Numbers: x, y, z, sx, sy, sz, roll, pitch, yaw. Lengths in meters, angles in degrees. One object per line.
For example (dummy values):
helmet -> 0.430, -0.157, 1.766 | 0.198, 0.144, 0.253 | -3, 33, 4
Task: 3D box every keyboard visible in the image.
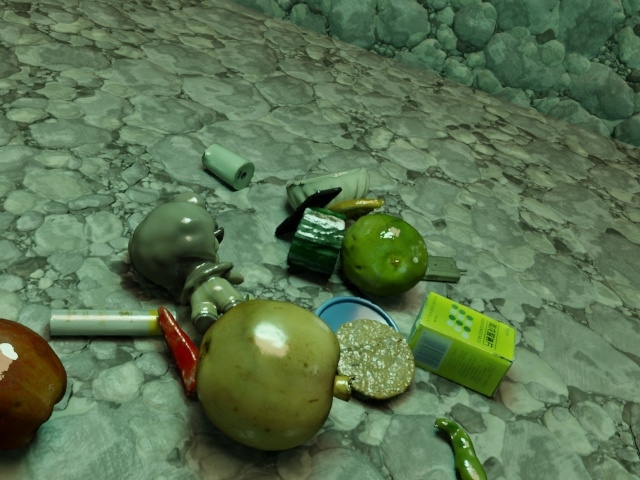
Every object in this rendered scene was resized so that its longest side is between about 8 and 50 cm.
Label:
keyboard -> -0.039, -0.081, 1.776 | 0.106, 0.262, 0.016 | -15, 74, -36

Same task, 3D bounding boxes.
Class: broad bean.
broad bean -> 0.312, 0.473, 1.364 | 0.070, 0.048, 0.213 | 1, 40, -28

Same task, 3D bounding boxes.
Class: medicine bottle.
medicine bottle -> 0.348, 0.259, 1.588 | 0.250, 0.141, 0.137 | 23, 33, 6

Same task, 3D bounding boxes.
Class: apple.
apple -> -0.576, 0.260, 1.117 | 0.234, 0.234, 0.234 | 12, 36, -9

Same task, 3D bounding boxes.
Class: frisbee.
frisbee -> 0.086, 0.244, 1.564 | 0.242, 0.045, 0.242 | 10, 47, -11

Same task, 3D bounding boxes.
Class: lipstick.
lipstick -> -0.456, 0.181, 1.403 | 0.264, 0.059, 0.059 | 3, 39, -21

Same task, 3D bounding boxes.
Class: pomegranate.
pomegranate -> -0.087, 0.261, 1.270 | 0.319, 0.319, 0.319 | 12, 36, -9

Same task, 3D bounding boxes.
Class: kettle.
kettle -> -0.284, -0.240, 2.001 | 0.148, 0.098, 0.127 | 32, 43, 24

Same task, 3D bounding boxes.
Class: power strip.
power strip -> 0.321, 0.080, 1.896 | 0.268, 0.034, 0.092 | 5, 37, -17

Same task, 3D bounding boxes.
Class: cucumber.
cucumber -> -0.004, 0.009, 1.741 | 0.130, 0.191, 0.191 | 22, 36, 3

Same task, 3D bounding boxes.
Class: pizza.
pizza -> 0.093, -0.081, 1.812 | 0.178, 0.131, 0.041 | -6, 72, 2

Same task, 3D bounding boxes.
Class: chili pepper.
chili pepper -> -0.285, 0.256, 1.359 | 0.063, 0.071, 0.272 | -10, 55, -39

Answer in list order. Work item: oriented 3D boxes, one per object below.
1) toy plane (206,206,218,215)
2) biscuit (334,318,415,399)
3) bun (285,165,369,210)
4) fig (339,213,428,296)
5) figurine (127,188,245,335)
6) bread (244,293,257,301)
toy plane -> -0.334, -0.075, 1.815 | 0.079, 0.031, 0.083 | 14, 36, -7
biscuit -> 0.125, 0.275, 1.501 | 0.220, 0.033, 0.220 | 12, 46, -12
bun -> 0.034, -0.120, 1.931 | 0.263, 0.175, 0.263 | -13, 8, 2
fig -> 0.149, 0.045, 1.771 | 0.233, 0.314, 0.233 | 5, 79, -27
figurine -> -0.313, 0.055, 1.501 | 0.380, 0.248, 0.203 | 51, 6, 31
bread -> -0.153, 0.201, 1.488 | 0.094, 0.083, 0.157 | 2, 49, -31
